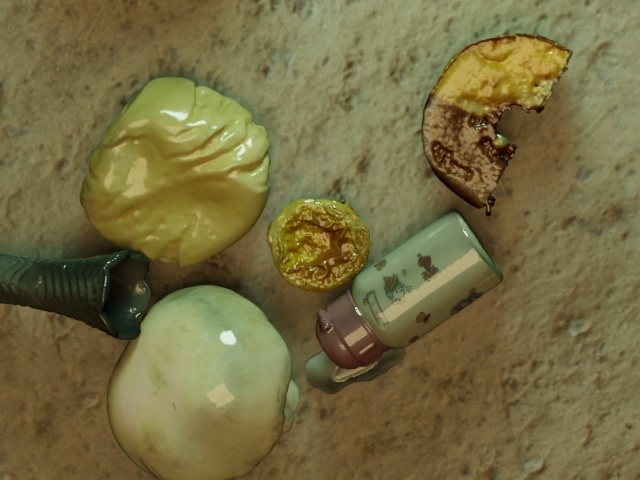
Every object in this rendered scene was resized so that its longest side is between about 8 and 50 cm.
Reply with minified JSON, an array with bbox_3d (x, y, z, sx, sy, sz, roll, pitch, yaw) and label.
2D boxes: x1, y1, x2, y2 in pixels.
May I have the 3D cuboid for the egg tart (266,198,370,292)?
[{"bbox_3d":[0.000,0.000,1.997,0.130,0.052,0.130,1,110,4],"label":"egg tart"}]

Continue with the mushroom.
[{"bbox_3d":[-0.127,0.184,2.004,0.260,0.234,0.254,-6,78,43],"label":"mushroom"}]

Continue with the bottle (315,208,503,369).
[{"bbox_3d":[0.101,0.069,1.976,0.233,0.110,0.110,-36,104,7],"label":"bottle"}]

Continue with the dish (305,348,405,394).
[{"bbox_3d":[0.041,0.152,2.055,0.137,0.039,0.091,-36,105,12],"label":"dish"}]

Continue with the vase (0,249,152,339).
[{"bbox_3d":[-0.331,0.053,1.968,0.237,0.115,0.115,6,111,25],"label":"vase"}]

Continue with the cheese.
[{"bbox_3d":[-0.170,-0.076,1.950,0.214,0.117,0.226,28,113,-11],"label":"cheese"}]

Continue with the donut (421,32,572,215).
[{"bbox_3d":[0.196,-0.162,1.915,0.141,0.085,0.217,30,107,-8],"label":"donut"}]
